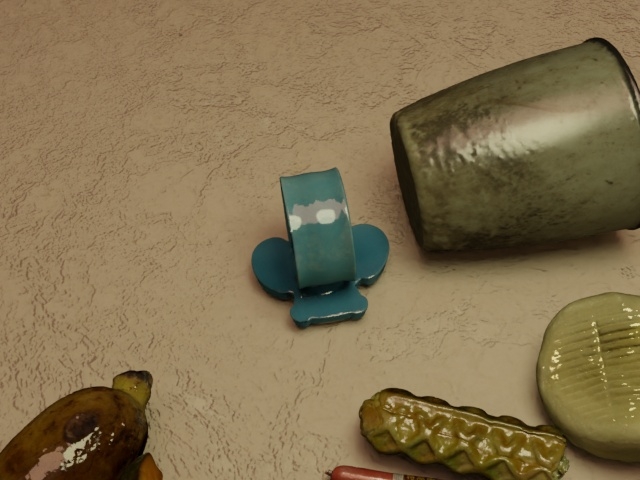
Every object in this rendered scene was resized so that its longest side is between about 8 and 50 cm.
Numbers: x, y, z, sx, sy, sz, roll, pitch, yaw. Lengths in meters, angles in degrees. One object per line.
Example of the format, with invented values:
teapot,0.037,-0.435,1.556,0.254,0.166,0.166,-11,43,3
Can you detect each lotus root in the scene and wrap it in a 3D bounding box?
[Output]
lotus root,-0.304,0.278,1.076,0.141,0.169,0.314,34,58,11

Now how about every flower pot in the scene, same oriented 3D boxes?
flower pot,0.285,-0.123,1.318,0.331,0.293,0.293,-13,51,2

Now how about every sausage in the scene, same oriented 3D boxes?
sausage,0.130,0.315,1.113,0.254,0.034,0.034,6,51,7

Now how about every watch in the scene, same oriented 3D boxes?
watch,0.000,0.000,1.272,0.211,0.193,0.210,-3,49,3

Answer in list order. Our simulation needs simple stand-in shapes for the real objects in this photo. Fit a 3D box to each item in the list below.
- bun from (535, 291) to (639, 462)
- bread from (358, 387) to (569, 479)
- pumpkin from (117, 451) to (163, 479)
bun,0.404,0.178,1.150,0.230,0.145,0.229,-14,63,30
bread,0.179,0.253,1.124,0.270,0.087,0.098,12,54,13
pumpkin,-0.178,0.421,0.925,0.095,0.258,0.290,2,33,-48
